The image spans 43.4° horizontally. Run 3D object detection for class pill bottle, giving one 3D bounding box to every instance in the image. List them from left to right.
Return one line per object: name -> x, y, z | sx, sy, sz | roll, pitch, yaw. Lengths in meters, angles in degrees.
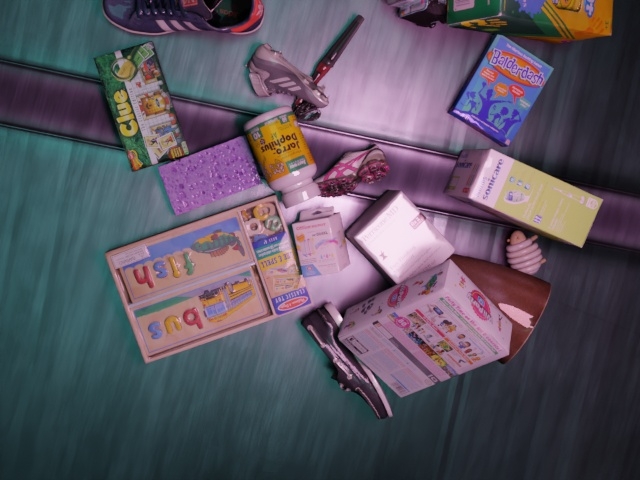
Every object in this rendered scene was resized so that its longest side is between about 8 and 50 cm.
pill bottle -> -0.079, -0.181, 1.776 | 0.117, 0.117, 0.208 | -23, 94, -4

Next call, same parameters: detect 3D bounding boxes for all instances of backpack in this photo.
backpack -> 0.233, -0.581, 1.759 | 0.144, 0.166, 0.188 | 16, 91, -18

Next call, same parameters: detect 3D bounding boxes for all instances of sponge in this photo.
sponge -> -0.248, -0.147, 1.809 | 0.210, 0.031, 0.117 | -21, 98, -5

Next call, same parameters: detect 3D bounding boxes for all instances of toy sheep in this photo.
toy sheep -> 0.482, 0.039, 1.893 | 0.091, 0.091, 0.132 | -23, 90, -4

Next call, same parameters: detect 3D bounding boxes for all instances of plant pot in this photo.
plant pot -> 0.369, 0.132, 1.844 | 0.230, 0.215, 0.215 | 30, 91, 5

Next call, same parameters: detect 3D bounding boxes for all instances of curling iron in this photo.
curling iron -> 0.022, -0.386, 1.816 | 0.068, 0.035, 0.274 | 30, 92, -3

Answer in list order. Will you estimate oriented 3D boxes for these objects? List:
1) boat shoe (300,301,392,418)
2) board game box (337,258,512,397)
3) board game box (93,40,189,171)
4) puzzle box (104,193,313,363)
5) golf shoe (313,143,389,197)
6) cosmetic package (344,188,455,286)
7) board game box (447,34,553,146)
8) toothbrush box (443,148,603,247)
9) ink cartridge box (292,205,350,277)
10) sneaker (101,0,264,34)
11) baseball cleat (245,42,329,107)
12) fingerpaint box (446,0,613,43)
boat shoe -> 0.062, 0.291, 1.857 | 0.091, 0.114, 0.302 | -30, 87, -4
board game box -> 0.224, 0.198, 1.745 | 0.303, 0.097, 0.224 | -29, 116, 37
board game box -> -0.394, -0.295, 1.778 | 0.136, 0.030, 0.260 | -18, 98, -3
puzzle box -> -0.248, 0.086, 1.822 | 0.409, 0.052, 0.272 | -20, 98, -5
golf shoe -> 0.062, -0.157, 1.839 | 0.186, 0.067, 0.086 | -21, 56, 7
cosmetic package -> 0.174, 0.001, 1.815 | 0.151, 0.151, 0.184 | -45, 99, -2
board game box -> 0.418, -0.347, 1.865 | 0.160, 0.047, 0.210 | 29, 91, -9
toothbrush box -> 0.450, -0.100, 1.814 | 0.283, 0.206, 0.122 | 24, 93, -10
ink cartridge box -> 0.000, 0.000, 1.811 | 0.092, 0.090, 0.143 | -10, 98, 20
sneaker -> -0.292, -0.508, 1.709 | 0.350, 0.148, 0.131 | -2, 96, -7
baseball cleat -> -0.077, -0.342, 1.784 | 0.206, 0.072, 0.109 | 44, 111, 11
fingerpaint box -> 0.457, -0.667, 1.704 | 0.371, 0.163, 0.445 | -3, 96, -36
